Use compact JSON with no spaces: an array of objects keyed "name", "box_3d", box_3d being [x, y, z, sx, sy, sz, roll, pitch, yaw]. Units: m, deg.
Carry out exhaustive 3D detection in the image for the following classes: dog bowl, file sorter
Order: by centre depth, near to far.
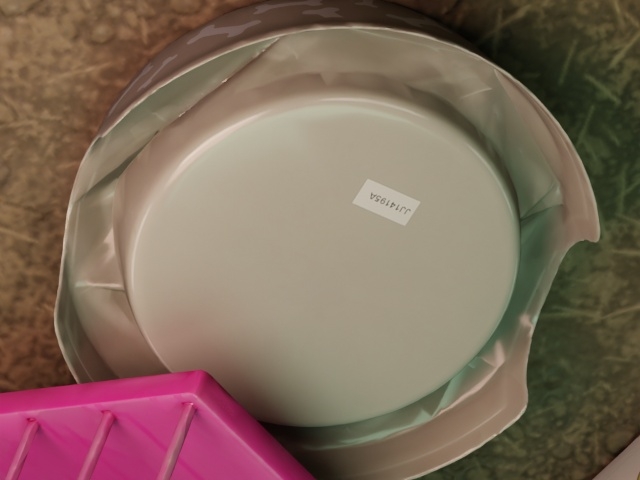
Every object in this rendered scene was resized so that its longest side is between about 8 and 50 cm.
[{"name":"file sorter","box_3d":[-0.152,0.225,1.163,0.290,0.182,0.202,-10,137,37]},{"name":"dog bowl","box_3d":[0.000,0.000,1.174,0.348,0.102,0.349,-4,123,-6]}]

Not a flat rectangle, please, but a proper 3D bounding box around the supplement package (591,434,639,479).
[{"name":"supplement package","box_3d":[0.270,0.266,1.317,0.149,0.203,0.194,34,111,-24]}]
